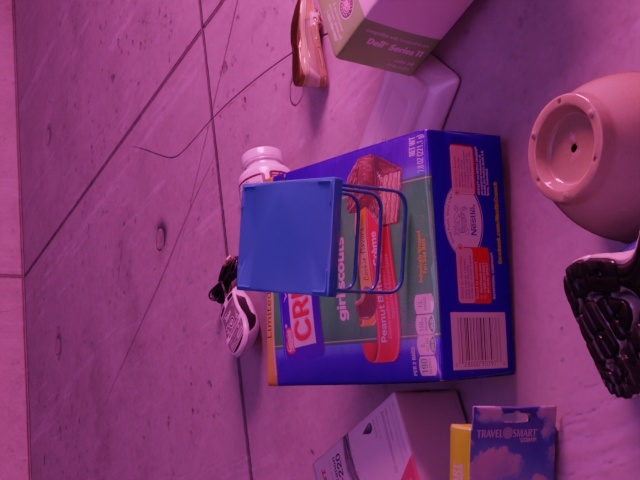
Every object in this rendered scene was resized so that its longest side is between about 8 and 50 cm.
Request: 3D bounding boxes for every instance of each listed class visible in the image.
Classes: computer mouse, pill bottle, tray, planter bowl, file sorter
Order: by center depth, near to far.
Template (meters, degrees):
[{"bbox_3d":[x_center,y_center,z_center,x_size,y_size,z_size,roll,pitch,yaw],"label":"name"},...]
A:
[{"bbox_3d":[0.257,-0.078,0.951,0.162,0.109,0.162,-13,75,61],"label":"planter bowl"},{"bbox_3d":[0.000,0.000,1.134,0.170,0.104,0.118,0,86,53],"label":"file sorter"},{"bbox_3d":[0.087,-0.113,1.344,0.145,0.030,0.270,52,130,49],"label":"tray"},{"bbox_3d":[-0.076,-0.059,1.571,0.086,0.086,0.152,-44,49,50],"label":"pill bottle"},{"bbox_3d":[-0.131,0.114,1.698,0.106,0.042,0.193,-61,32,30],"label":"computer mouse"}]

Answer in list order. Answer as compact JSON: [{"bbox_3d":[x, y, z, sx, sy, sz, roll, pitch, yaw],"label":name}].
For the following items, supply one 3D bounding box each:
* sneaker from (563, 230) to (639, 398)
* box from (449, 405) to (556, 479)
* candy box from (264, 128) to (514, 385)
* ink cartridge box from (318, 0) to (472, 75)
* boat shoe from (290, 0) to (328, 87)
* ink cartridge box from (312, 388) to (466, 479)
[{"bbox_3d":[0.307,0.033,0.845,0.330,0.147,0.130,117,135,-67],"label":"sneaker"},{"bbox_3d":[0.180,0.251,1.048,0.042,0.109,0.178,-4,83,62],"label":"box"},{"bbox_3d":[0.066,0.032,1.231,0.317,0.122,0.268,-13,77,54],"label":"candy box"},{"bbox_3d":[0.130,-0.382,1.189,0.353,0.119,0.207,-48,44,42],"label":"ink cartridge box"},{"bbox_3d":[-0.014,-0.292,1.541,0.056,0.048,0.153,124,148,-61],"label":"boat shoe"},{"bbox_3d":[0.088,0.289,1.230,0.218,0.092,0.159,-53,43,47],"label":"ink cartridge box"}]
